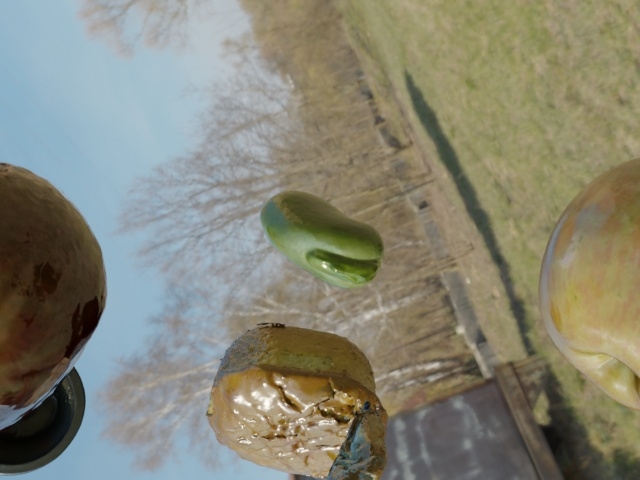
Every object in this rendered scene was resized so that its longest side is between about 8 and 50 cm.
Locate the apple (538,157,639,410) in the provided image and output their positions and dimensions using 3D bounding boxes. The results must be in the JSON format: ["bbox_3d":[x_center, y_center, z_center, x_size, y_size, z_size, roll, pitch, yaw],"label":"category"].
[{"bbox_3d":[0.524,0.079,1.164,0.391,0.346,0.391,39,159,18],"label":"apple"}]

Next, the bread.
[{"bbox_3d":[-0.049,0.361,1.673,0.215,0.398,0.398,-86,-23,-47],"label":"bread"}]

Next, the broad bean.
[{"bbox_3d":[0.000,0.000,0.946,0.124,0.175,0.082,-14,-55,-55],"label":"broad bean"}]

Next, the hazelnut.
[{"bbox_3d":[-0.501,0.093,1.152,0.353,0.421,0.420,12,-135,-36],"label":"hazelnut"}]

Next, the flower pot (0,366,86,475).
[{"bbox_3d":[-0.551,0.307,1.405,0.235,0.235,0.148,68,161,8],"label":"flower pot"}]

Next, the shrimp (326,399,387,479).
[{"bbox_3d":[0.050,0.263,0.986,0.043,0.091,0.184,52,-155,-13],"label":"shrimp"}]
